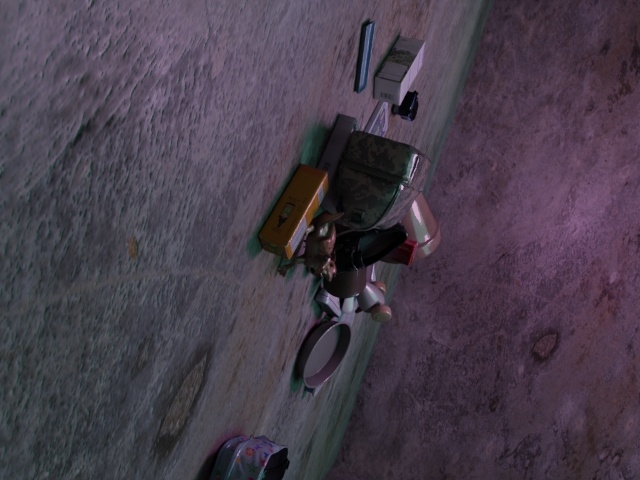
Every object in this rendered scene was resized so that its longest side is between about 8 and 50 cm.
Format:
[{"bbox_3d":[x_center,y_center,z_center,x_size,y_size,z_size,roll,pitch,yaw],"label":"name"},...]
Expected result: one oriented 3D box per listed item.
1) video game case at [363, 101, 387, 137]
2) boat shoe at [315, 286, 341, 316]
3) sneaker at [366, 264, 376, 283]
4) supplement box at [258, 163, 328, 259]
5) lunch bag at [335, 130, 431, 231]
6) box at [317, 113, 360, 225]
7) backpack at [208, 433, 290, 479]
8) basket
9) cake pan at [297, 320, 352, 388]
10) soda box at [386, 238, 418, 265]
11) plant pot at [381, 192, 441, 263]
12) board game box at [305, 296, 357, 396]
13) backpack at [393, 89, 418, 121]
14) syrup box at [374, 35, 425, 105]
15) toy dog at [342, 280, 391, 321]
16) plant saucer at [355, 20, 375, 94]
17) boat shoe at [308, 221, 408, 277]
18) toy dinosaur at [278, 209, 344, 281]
[{"bbox_3d":[0.197,-0.390,1.776,0.173,0.022,0.190,76,37,-61],"label":"video game case"},{"bbox_3d":[0.044,0.229,1.883,0.076,0.083,0.226,-64,162,-16],"label":"boat shoe"},{"bbox_3d":[0.194,0.164,2.212,0.151,0.094,0.256,82,0,-84],"label":"sneaker"},{"bbox_3d":[-0.061,-0.073,1.227,0.080,0.078,0.233,86,29,-59],"label":"supplement box"},{"bbox_3d":[0.167,-0.152,1.427,0.305,0.212,0.256,-5,113,-70],"label":"lunch bag"},{"bbox_3d":[0.068,-0.200,1.522,0.322,0.058,0.232,54,57,-71],"label":"box"},{"bbox_3d":[-0.206,0.668,1.405,0.253,0.191,0.225,63,46,-77],"label":"backpack"},{"bbox_3d":[0.094,0.052,1.740,0.204,0.154,0.227,-66,163,-57],"label":"basket"},{"bbox_3d":[0.015,0.436,1.957,0.293,0.054,0.293,-35,139,-37],"label":"cake pan"},{"bbox_3d":[0.235,0.010,1.923,0.092,0.263,0.084,-26,132,-67],"label":"soda box"},{"bbox_3d":[0.326,-0.109,2.079,0.323,0.323,0.280,-56,143,-39],"label":"plant pot"},{"bbox_3d":[0.060,0.430,2.221,0.390,0.050,0.390,-39,145,-59],"label":"board game box"},{"bbox_3d":[0.337,-0.524,1.955,0.114,0.084,0.105,13,96,-69],"label":"backpack"},{"bbox_3d":[0.264,-0.567,1.662,0.096,0.093,0.237,84,30,-55],"label":"syrup box"},{"bbox_3d":[0.141,0.213,2.013,0.161,0.334,0.220,-31,-158,26],"label":"toy dog"},{"bbox_3d":[0.124,-0.516,1.415,0.067,0.018,0.192,-52,156,-46],"label":"plant saucer"},{"bbox_3d":[0.128,0.036,1.590,0.340,0.113,0.127,-22,119,-10],"label":"boat shoe"},{"bbox_3d":[0.000,0.000,1.373,0.200,0.127,0.296,-50,163,-51],"label":"toy dinosaur"}]
